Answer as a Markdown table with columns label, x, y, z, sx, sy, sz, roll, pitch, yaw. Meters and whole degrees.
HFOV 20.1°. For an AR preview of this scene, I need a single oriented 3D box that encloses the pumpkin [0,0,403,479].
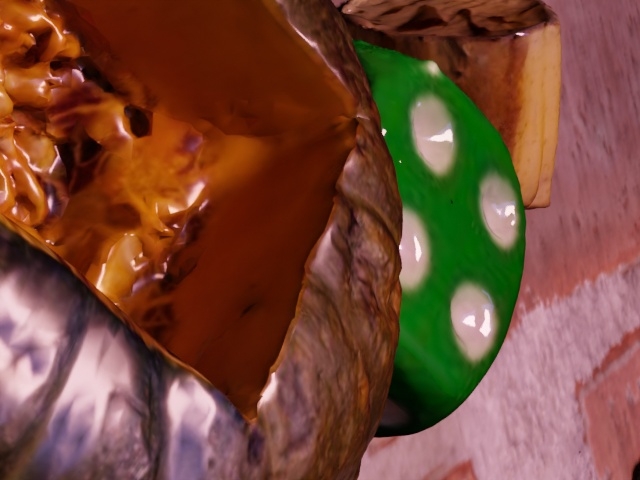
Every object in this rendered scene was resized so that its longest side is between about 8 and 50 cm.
| label | x | y | z | sx | sy | sz | roll | pitch | yaw |
| --- | --- | --- | --- | --- | --- | --- | --- | --- | --- |
| pumpkin | -0.108 | -0.009 | 0.531 | 0.320 | 0.192 | 0.320 | 22 | 60 | -45 |

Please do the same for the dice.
| label | x | y | z | sx | sy | sz | roll | pitch | yaw |
| --- | --- | --- | --- | --- | --- | --- | --- | --- | --- |
| dice | 0.000 | 0.000 | 0.740 | 0.120 | 0.131 | 0.128 | 43 | 53 | -42 |

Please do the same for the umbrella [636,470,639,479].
| label | x | y | z | sx | sy | sz | roll | pitch | yaw |
| --- | --- | --- | --- | --- | --- | --- | --- | --- | --- |
| umbrella | 0.227 | 0.121 | 1.119 | 0.036 | 0.031 | 0.133 | 45 | 45 | -6 |

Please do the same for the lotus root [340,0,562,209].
| label | x | y | z | sx | sy | sz | roll | pitch | yaw |
| --- | --- | --- | --- | --- | --- | --- | --- | --- | --- |
| lotus root | 0.062 | -0.071 | 0.883 | 0.159 | 0.095 | 0.135 | -120 | -158 | -78 |
